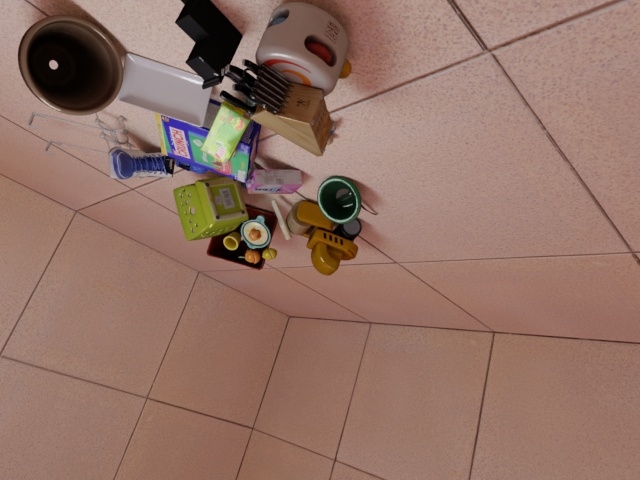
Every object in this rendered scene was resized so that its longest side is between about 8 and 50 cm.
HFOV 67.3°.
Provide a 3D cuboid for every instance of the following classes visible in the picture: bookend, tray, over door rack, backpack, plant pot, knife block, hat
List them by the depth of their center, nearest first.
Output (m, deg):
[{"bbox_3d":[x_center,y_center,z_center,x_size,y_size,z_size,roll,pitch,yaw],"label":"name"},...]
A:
[{"bbox_3d":[-0.286,-0.479,1.150,0.072,0.157,0.156,-1,154,40],"label":"bookend"},{"bbox_3d":[-0.108,-0.317,1.153,0.242,0.088,0.276,18,172,13],"label":"knife block"},{"bbox_3d":[-0.746,-0.505,1.391,0.229,0.263,0.263,22,167,42],"label":"plant pot"},{"bbox_3d":[-0.463,-0.450,1.444,0.270,0.145,0.030,18,-165,-1],"label":"tray"},{"bbox_3d":[0.102,-0.166,1.826,0.172,0.183,0.209,0,113,24],"label":"hat"},{"bbox_3d":[-0.478,-0.312,1.828,0.120,0.098,0.101,23,156,-10],"label":"backpack"},{"bbox_3d":[-0.912,-0.421,1.856,0.324,0.108,0.239,1,164,-14],"label":"over door rack"},{"bbox_3d":[-0.434,-0.143,1.964,0.227,0.228,0.207,-16,178,-43],"label":"plant pot"},{"bbox_3d":[-0.353,-0.008,2.309,0.267,0.267,0.236,16,173,5],"label":"plant pot"}]

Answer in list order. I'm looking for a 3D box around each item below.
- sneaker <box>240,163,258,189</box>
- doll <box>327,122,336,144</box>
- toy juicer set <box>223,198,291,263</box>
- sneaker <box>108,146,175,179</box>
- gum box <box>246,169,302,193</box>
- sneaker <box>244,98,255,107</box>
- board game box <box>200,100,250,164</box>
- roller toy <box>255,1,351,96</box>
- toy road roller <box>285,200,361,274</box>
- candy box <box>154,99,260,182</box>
[{"bbox_3d":[-0.288,-0.247,1.862,0.121,0.079,0.217,-1,154,39],"label":"sneaker"},{"bbox_3d":[-0.010,-0.344,1.426,0.129,0.046,0.189,6,157,31],"label":"doll"},{"bbox_3d":[-0.250,-0.005,2.064,0.329,0.089,0.209,-33,105,29],"label":"toy juicer set"},{"bbox_3d":[-0.689,-0.311,1.914,0.182,0.128,0.315,-2,-173,9],"label":"sneaker"},{"bbox_3d":[-0.174,-0.214,1.768,0.188,0.062,0.107,-3,169,-25],"label":"gum box"},{"bbox_3d":[-0.196,-0.408,1.420,0.166,0.065,0.076,-10,130,46],"label":"sneaker"},{"bbox_3d":[-0.282,-0.324,1.443,0.092,0.043,0.181,29,129,-12],"label":"board game box"},{"bbox_3d":[-0.036,-0.429,1.085,0.209,0.146,0.191,18,171,8],"label":"roller toy"},{"bbox_3d":[0.000,0.000,2.024,0.329,0.241,0.202,21,159,-8],"label":"toy road roller"},{"bbox_3d":[-0.375,-0.347,1.613,0.317,0.122,0.268,20,158,-4],"label":"candy box"}]
